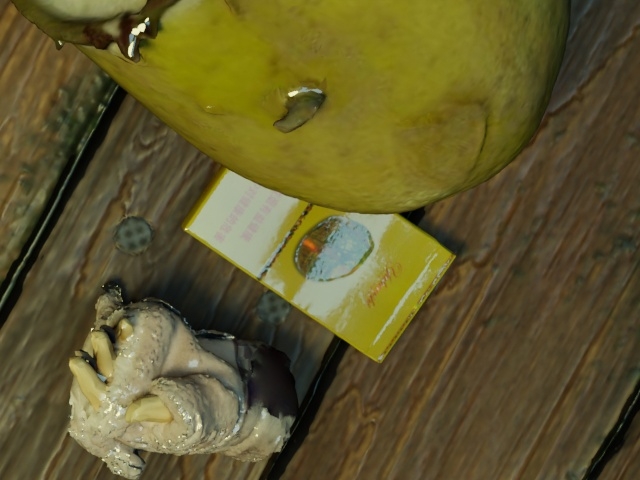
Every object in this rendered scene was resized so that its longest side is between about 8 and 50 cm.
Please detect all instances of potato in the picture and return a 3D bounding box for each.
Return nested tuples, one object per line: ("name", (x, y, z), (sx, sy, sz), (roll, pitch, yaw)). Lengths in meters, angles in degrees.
("potato", (0.001, -0.210, 0.831), (0.296, 0.290, 0.397), (26, 51, -43))

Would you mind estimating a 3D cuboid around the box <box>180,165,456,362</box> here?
("box", (0.000, 0.000, 0.937), (0.155, 0.023, 0.087), (35, 87, -16))

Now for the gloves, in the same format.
("gloves", (-0.085, 0.091, 0.894), (0.144, 0.110, 0.094), (27, 134, -15))
